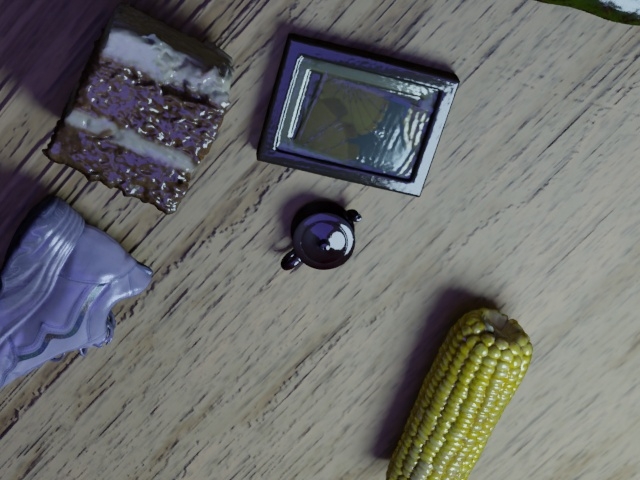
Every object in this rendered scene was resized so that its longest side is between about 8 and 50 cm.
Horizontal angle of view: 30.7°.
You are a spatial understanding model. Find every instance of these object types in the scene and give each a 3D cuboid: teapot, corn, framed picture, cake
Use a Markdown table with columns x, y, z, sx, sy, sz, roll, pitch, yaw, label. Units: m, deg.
| x | y | z | sx | sy | sz | roll | pitch | yaw | label |
| --- | --- | --- | --- | --- | --- | --- | --- | --- | --- |
| 0.000 | 0.000 | 1.173 | 0.100 | 0.045 | 0.068 | -36 | 113 | 13 | teapot |
| 0.145 | 0.183 | 1.252 | 0.093 | 0.093 | 0.244 | 17 | 119 | -12 | corn |
| 0.034 | -0.119 | 1.125 | 0.168 | 0.023 | 0.128 | 12 | 116 | -10 | framed picture |
| -0.159 | -0.123 | 1.055 | 0.135 | 0.134 | 0.147 | 23 | 105 | -15 | cake |

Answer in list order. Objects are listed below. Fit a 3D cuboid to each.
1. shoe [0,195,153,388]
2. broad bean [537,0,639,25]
| x | y | z | sx | sy | sz | roll | pitch | yaw | label |
| --- | --- | --- | --- | --- | --- | --- | --- | --- | --- |
| -0.278 | 0.082 | 1.171 | 0.137 | 0.095 | 0.245 | 31 | 105 | -15 | shoe |
| 0.251 | -0.242 | 1.054 | 0.339 | 0.061 | 0.077 | 13 | 104 | -11 | broad bean |
